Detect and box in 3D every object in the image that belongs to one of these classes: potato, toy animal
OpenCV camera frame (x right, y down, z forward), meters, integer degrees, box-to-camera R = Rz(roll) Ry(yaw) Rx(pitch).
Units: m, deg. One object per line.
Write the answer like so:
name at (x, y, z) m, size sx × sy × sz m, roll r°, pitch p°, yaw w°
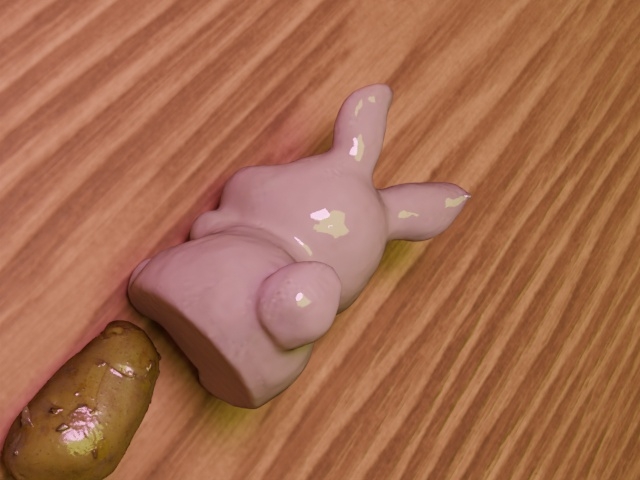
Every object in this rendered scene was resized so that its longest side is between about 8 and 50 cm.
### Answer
potato at (-0.222, 0.160, 0.967) m, size 0.105 × 0.085 × 0.188 m, roll 32°, pitch 58°, yaw -5°
toy animal at (-0.008, 0.003, 1.057) m, size 0.367 × 0.241 × 0.196 m, roll -46°, pitch 112°, yaw -33°
